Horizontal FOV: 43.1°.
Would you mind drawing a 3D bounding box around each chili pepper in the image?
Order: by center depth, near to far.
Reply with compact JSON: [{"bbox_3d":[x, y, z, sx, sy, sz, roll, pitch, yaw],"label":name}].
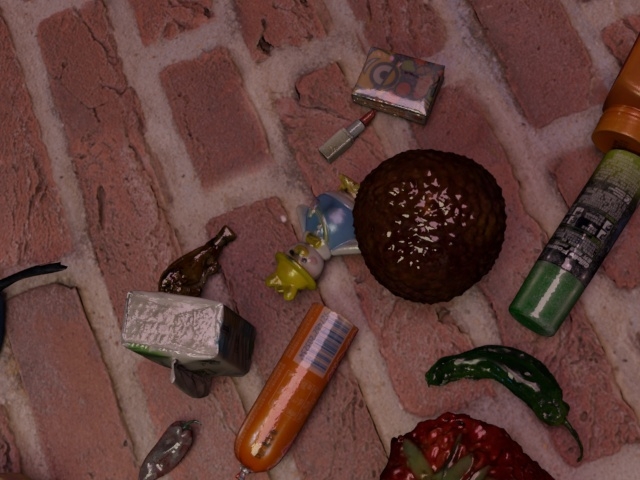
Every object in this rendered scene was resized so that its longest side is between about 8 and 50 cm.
[{"bbox_3d":[0.316,0.240,1.315,0.279,0.065,0.122,26,87,15],"label":"chili pepper"},{"bbox_3d":[-0.256,0.355,1.365,0.050,0.041,0.153,42,99,36],"label":"chili pepper"}]

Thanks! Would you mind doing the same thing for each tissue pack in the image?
[{"bbox_3d":[-0.211,0.177,1.310,0.159,0.229,0.145,6,75,9],"label":"tissue pack"},{"bbox_3d":[0.143,-0.285,1.489,0.148,0.060,0.108,19,78,13],"label":"tissue pack"}]

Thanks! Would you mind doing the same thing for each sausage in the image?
[{"bbox_3d":[-0.052,0.258,1.341,0.093,0.093,0.312,28,79,14],"label":"sausage"}]

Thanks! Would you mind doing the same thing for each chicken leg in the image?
[{"bbox_3d":[-0.214,0.047,1.439,0.093,0.070,0.178,25,64,39],"label":"chicken leg"}]

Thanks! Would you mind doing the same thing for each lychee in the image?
[{"bbox_3d":[0.180,-0.025,1.309,0.261,0.260,0.260,-2,74,7],"label":"lychee"}]

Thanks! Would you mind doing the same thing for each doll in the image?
[{"bbox_3d":[0.000,0.000,1.406,0.135,0.099,0.241,39,79,-5],"label":"doll"}]

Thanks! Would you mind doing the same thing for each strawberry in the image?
[{"bbox_3d":[0.223,0.403,1.216,0.261,0.258,0.261,-18,53,27],"label":"strawberry"}]

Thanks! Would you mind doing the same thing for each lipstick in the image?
[{"bbox_3d":[0.054,-0.196,1.490,0.129,0.030,0.030,-41,73,-5],"label":"lipstick"}]

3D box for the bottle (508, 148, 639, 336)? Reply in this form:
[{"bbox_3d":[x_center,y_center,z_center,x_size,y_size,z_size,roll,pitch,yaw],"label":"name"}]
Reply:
[{"bbox_3d":[0.434,0.003,1.352,0.093,0.093,0.330,33,80,15],"label":"bottle"}]

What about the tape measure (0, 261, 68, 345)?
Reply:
[{"bbox_3d":[-0.608,0.153,1.435,0.351,0.098,0.215,-6,71,9],"label":"tape measure"}]

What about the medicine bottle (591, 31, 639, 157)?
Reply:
[{"bbox_3d":[0.555,-0.251,1.380,0.112,0.149,0.222,27,79,14],"label":"medicine bottle"}]

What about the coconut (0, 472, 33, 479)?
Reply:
[{"bbox_3d":[-0.534,0.469,1.270,0.237,0.237,0.197,-43,72,-6],"label":"coconut"}]
